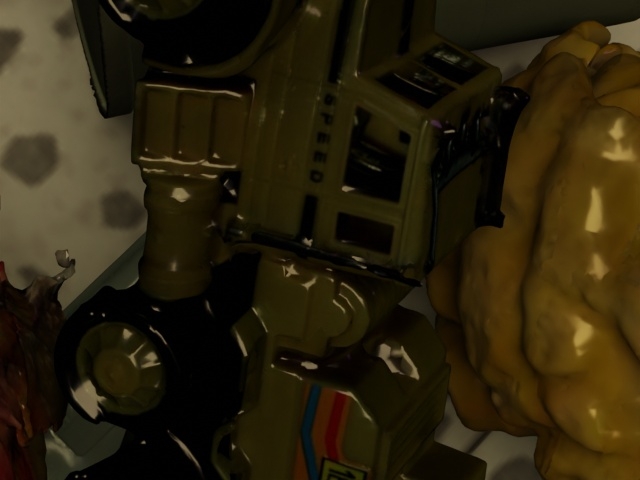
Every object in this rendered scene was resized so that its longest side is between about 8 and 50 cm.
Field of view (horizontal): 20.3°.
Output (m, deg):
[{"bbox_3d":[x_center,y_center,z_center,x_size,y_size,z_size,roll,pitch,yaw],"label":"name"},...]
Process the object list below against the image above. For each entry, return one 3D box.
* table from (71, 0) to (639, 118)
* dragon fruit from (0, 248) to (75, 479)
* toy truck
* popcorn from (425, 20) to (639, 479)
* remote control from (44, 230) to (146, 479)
[{"bbox_3d":[0.013,-0.128,0.686,0.220,0.126,0.126,-11,86,-10],"label":"table"},{"bbox_3d":[-0.221,0.051,0.572,0.269,0.250,0.291,-21,72,12],"label":"dragon fruit"},{"bbox_3d":[-0.004,-0.003,0.571,0.127,0.127,0.257,11,111,21],"label":"toy truck"},{"bbox_3d":[0.157,0.022,0.653,0.250,0.250,0.190,6,121,-10],"label":"popcorn"},{"bbox_3d":[-0.100,0.067,0.693,0.061,0.029,0.162,45,79,-1],"label":"remote control"}]
